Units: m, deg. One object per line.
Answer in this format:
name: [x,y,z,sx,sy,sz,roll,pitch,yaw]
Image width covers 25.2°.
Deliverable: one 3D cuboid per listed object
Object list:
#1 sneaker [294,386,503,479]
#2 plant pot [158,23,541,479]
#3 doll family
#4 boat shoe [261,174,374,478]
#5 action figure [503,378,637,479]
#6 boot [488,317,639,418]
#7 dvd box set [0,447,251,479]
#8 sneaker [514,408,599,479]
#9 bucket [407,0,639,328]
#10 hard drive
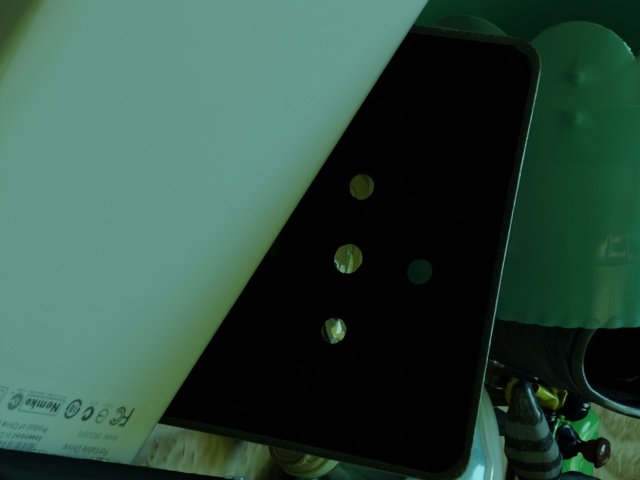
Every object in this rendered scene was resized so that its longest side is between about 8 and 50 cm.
sneaker: [0.010,0.196,0.816,0.150,0.135,0.366,71,35,-52]
plant pot: [0.000,0.000,0.686,0.167,0.187,0.188,26,74,-79]
doll family: [0.189,0.138,1.223,0.193,0.111,0.076,46,56,-62]
boat shoe: [-0.011,0.037,0.811,0.072,0.068,0.190,24,66,-53]
action figure: [0.234,0.227,1.139,0.330,0.341,0.179,42,42,-63]
boot: [0.224,0.078,1.013,0.338,0.222,0.118,7,103,-40]
dvd box set: [-0.114,0.293,0.556,0.307,0.062,0.421,24,86,-61]
sneaker: [0.240,0.302,1.382,0.109,0.123,0.296,13,86,-66]
bucket: [0.157,-0.077,0.884,0.281,0.281,0.183,-39,134,-57]
hard drive: [-0.083,-0.006,0.505,0.319,0.040,0.210,-57,155,2]
